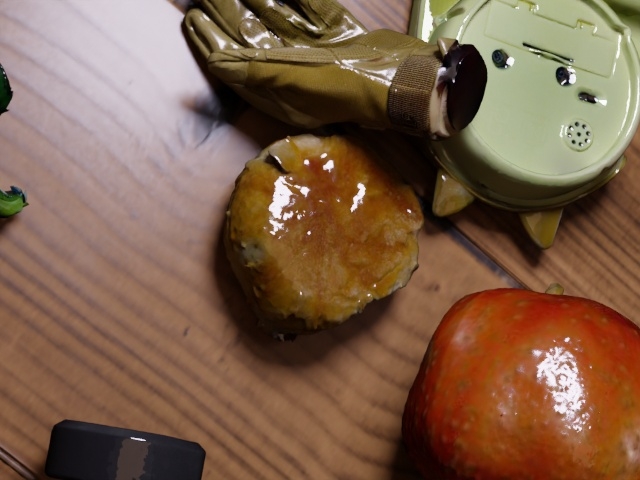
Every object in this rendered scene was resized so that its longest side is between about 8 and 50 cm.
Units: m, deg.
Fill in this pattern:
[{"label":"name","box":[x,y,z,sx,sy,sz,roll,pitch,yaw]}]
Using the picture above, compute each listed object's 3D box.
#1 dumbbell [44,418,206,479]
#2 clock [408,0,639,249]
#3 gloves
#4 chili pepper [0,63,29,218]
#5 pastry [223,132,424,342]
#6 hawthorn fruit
[{"label":"dumbbell","box":[-0.202,0.291,1.332,0.152,0.152,0.218,12,80,-16]},{"label":"clock","box":[0.235,-0.175,1.550,0.286,0.117,0.348,16,78,-14]},{"label":"gloves","box":[0.006,-0.190,1.454,0.331,0.141,0.154,18,73,20]},{"label":"chili pepper","box":[-0.374,-0.130,1.334,0.174,0.165,0.261,-42,98,-30]},{"label":"pastry","box":[0.000,0.000,1.462,0.218,0.100,0.229,29,70,-16]},{"label":"hawthorn fruit","box":[0.224,0.171,1.429,0.275,0.275,0.299,23,61,-13]}]
